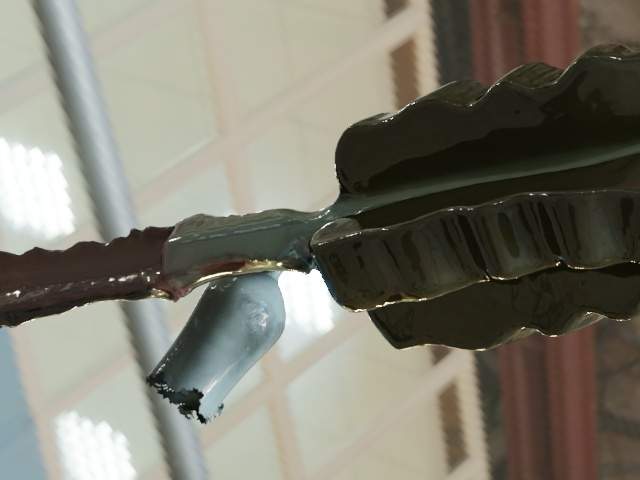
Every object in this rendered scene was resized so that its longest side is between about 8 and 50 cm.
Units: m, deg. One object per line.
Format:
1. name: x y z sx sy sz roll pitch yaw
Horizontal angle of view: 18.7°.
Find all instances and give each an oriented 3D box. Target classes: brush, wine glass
1. brush: 0.000 0.000 0.634 0.301 0.084 0.071 -12 -35 37
2. wine glass: -0.034 0.031 0.762 0.042 0.083 0.039 25 -16 42
